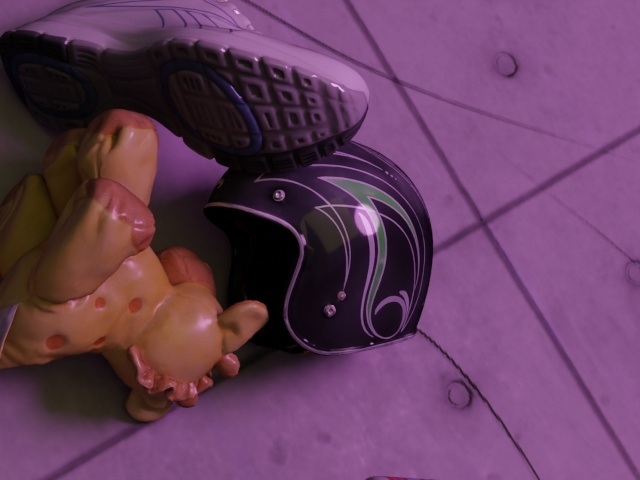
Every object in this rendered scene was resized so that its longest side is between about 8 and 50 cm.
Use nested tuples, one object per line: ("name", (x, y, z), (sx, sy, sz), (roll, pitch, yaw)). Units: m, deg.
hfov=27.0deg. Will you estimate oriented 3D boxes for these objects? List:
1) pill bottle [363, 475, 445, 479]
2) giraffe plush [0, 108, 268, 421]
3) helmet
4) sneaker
("pill bottle", (0.106, 0.226, 1.009), (0.160, 0.087, 0.087), (7, 70, -21))
("giraffe plush", (-0.133, 0.038, 0.939), (0.170, 0.181, 0.210), (31, 59, -29))
("helmet", (0.000, 0.000, 0.998), (0.169, 0.169, 0.161), (-7, 92, -25))
("sneaker", (-0.092, -0.137, 0.966), (0.297, 0.111, 0.129), (16, 48, 26))
